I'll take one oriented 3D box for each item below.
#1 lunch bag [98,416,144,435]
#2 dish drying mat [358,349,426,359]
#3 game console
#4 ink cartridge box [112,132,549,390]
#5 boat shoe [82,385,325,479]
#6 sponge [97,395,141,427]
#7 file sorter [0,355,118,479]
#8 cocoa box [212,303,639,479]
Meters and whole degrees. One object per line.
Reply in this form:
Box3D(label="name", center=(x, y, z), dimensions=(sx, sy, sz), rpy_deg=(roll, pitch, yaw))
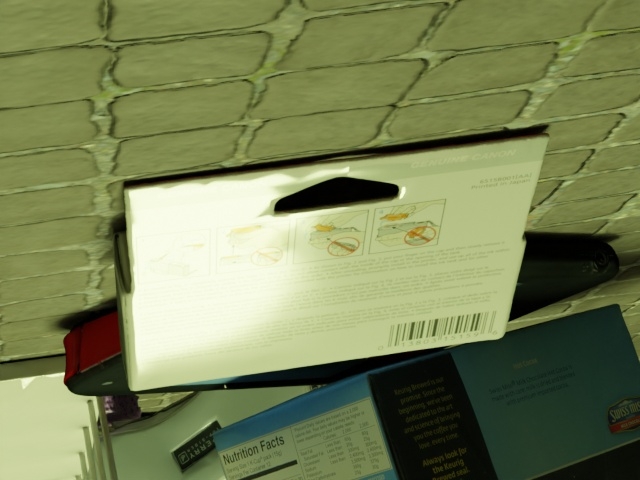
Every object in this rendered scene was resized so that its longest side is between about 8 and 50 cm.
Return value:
Box3D(label="lunch bag", center=(-0.314, 0.324, 2.203), dimensions=(0.305, 0.213, 0.256), rpy_deg=(-19, 149, 37))
Box3D(label="dish drying mat", center=(0.059, 0.098, 1.613), dimensions=(0.032, 0.008, 0.083), rpy_deg=(-22, 163, 33))
Box3D(label="game console", center=(0.012, 0.065, 1.552), dimensions=(0.386, 0.060, 0.342), rpy_deg=(1, 165, -44))
Box3D(label="ink cartridge box", center=(0.000, 0.000, 1.233), dimensions=(0.275, 0.060, 0.239), rpy_deg=(-8, 144, -9))
Box3D(label="boat shoe", center=(-0.122, 0.214, 1.939), dimensions=(0.367, 0.136, 0.156), rpy_deg=(-37, 166, 24))
Box3D(label="sponge", center=(-0.306, 0.192, 1.965), dimensions=(0.210, 0.031, 0.117), rpy_deg=(-11, 169, 9))
Box3D(label="file sorter", center=(-0.295, 0.249, 1.740), dimensions=(0.192, 0.173, 0.278), rpy_deg=(-6, 154, -15))
Box3D(label="cocoa box", center=(0.123, 0.216, 1.667), dimensions=(0.347, 0.228, 0.231), rpy_deg=(-12, 170, -43))
